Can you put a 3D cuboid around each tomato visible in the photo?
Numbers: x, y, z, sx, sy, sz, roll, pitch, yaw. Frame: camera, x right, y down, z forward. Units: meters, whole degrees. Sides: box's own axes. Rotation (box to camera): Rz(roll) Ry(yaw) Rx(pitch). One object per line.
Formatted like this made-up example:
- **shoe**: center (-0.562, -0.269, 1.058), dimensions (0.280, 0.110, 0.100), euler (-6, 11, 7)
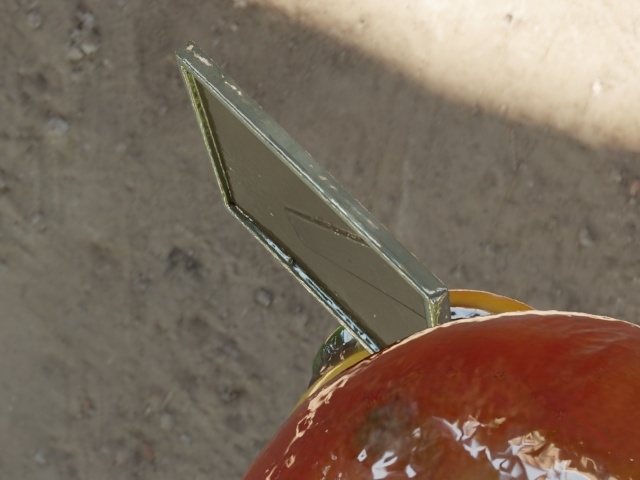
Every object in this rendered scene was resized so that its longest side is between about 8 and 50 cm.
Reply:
- **tomato**: center (0.050, 0.124, 0.445), dimensions (0.225, 0.224, 0.085), euler (-17, 155, 28)

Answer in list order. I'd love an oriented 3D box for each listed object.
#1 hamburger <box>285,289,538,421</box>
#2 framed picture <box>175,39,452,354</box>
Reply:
- **hamburger**: center (0.147, 0.261, 1.638), dimensions (0.396, 0.277, 0.395), euler (8, 114, 18)
- **framed picture**: center (0.000, 0.000, 1.247), dimensions (0.324, 0.020, 0.240), euler (44, 163, 29)
